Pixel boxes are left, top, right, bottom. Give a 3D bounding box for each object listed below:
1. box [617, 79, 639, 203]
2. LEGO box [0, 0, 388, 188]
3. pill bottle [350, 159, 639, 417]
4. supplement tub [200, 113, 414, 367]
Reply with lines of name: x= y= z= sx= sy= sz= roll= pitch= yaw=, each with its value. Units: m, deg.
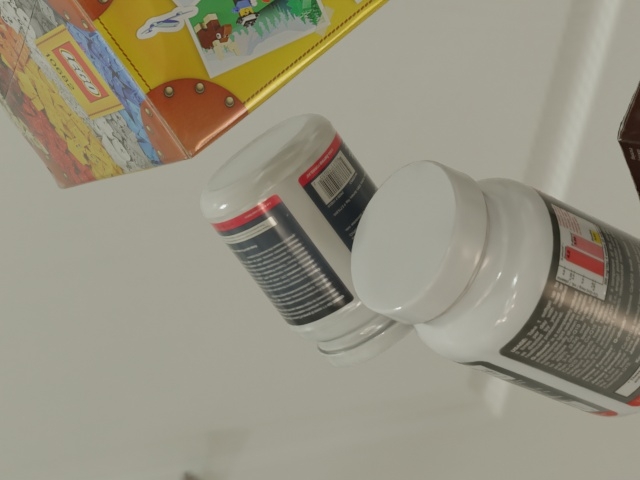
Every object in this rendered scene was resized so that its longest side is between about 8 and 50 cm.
box: x=0.448 y=-0.119 z=1.606 sx=0.203 sy=0.168 sz=0.167 roll=16 pitch=72 yaw=26
LEGO box: x=-0.051 y=-0.279 z=1.356 sx=0.193 sy=0.500 sz=0.372 roll=54 pitch=159 yaw=-14
pill bottle: x=0.227 y=0.053 z=1.667 sx=0.210 sy=0.363 sz=0.210 roll=-33 pitch=46 yaw=42
supplement tub: x=0.000 y=0.000 z=1.841 sx=0.272 sy=0.191 sz=0.191 roll=54 pitch=158 yaw=-16
